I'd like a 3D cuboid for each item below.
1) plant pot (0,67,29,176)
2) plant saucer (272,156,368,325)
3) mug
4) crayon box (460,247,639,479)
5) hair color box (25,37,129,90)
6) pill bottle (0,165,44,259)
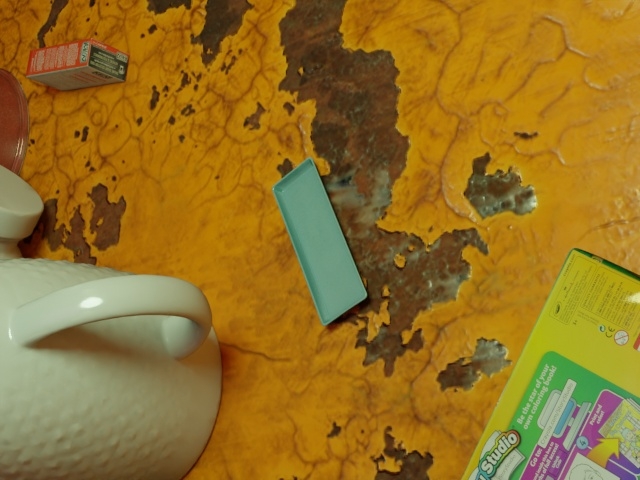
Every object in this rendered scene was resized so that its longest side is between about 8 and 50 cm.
[{"bbox_3d":[-0.630,-0.170,1.559,0.272,0.265,0.273,-10,73,36],"label":"plant pot"},{"bbox_3d":[0.000,0.000,1.170,0.067,0.018,0.192,-36,59,26],"label":"plant saucer"},{"bbox_3d":[-0.286,0.134,1.163,0.374,0.328,0.276,-29,62,30],"label":"mug"},{"bbox_3d":[0.239,0.167,0.892,0.165,0.081,0.279,30,98,40],"label":"crayon box"},{"bbox_3d":[-0.346,-0.248,1.477,0.141,0.072,0.043,0,79,38],"label":"hair color box"},{"bbox_3d":[-0.554,0.065,1.476,0.210,0.210,0.363,43,106,37],"label":"pill bottle"}]
